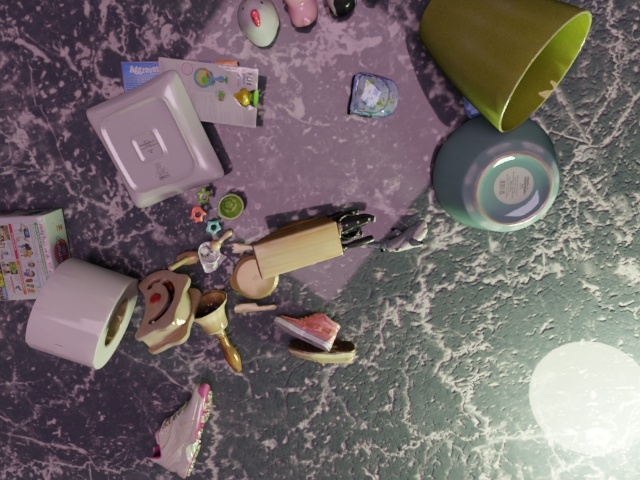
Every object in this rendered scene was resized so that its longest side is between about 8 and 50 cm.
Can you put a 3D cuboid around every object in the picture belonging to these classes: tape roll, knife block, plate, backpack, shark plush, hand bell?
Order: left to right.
[{"bbox_3d":[-0.594,0.183,1.224,0.169,0.246,0.246,21,103,-5],"label":"tape roll"},{"bbox_3d":[-0.414,-0.234,1.183,0.277,0.045,0.278,-17,109,17],"label":"plate"},{"bbox_3d":[-0.271,0.270,1.337,0.126,0.126,0.242,-19,116,4],"label":"hand bell"},{"bbox_3d":[0.000,0.000,1.193,0.242,0.276,0.088,-6,106,31],"label":"knife block"},{"bbox_3d":[0.132,-0.352,1.179,0.114,0.084,0.105,8,106,-6],"label":"backpack"},{"bbox_3d":[0.211,-0.005,1.301,0.161,0.073,0.067,-16,85,24],"label":"shark plush"}]

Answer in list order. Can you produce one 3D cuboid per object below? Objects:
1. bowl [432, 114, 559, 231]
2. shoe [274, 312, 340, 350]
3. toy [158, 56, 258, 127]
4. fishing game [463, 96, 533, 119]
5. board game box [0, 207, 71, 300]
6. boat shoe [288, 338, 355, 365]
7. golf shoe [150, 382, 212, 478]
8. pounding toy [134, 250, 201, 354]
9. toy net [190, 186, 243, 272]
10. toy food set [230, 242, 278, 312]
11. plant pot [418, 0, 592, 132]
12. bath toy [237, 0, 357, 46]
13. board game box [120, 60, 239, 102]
[{"bbox_3d":[0.444,-0.144,1.175,0.311,0.163,0.311,1,113,3],"label":"bowl"},{"bbox_3d":[-0.036,0.234,1.343,0.178,0.063,0.081,23,65,14],"label":"shoe"},{"bbox_3d":[-0.262,-0.356,1.154,0.237,0.056,0.137,10,115,7],"label":"toy"},{"bbox_3d":[0.449,-0.361,1.206,0.189,0.041,0.264,20,109,2],"label":"fishing game"},{"bbox_3d":[-0.829,0.038,1.260,0.303,0.097,0.224,-2,105,1],"label":"board game box"},{"bbox_3d":[0.002,0.325,1.364,0.190,0.068,0.072,6,119,-1],"label":"boat shoe"},{"bbox_3d":[-0.404,0.542,1.389,0.140,0.115,0.306,18,102,-2],"label":"golf shoe"},{"bbox_3d":[-0.410,0.134,1.229,0.154,0.269,0.155,-8,136,16],"label":"pounding toy"},{"bbox_3d":[-0.282,-0.018,1.257,0.122,0.045,0.232,7,105,-30],"label":"toy net"},{"bbox_3d":[-0.181,0.098,1.319,0.132,0.038,0.192,-1,99,-8],"label":"toy food set"},{"bbox_3d":[0.373,-0.436,1.065,0.293,0.275,0.275,44,102,23],"label":"plant pot"},{"bbox_3d":[-0.032,-0.566,1.100,0.348,0.129,0.151,-21,104,5],"label":"bath toy"},{"bbox_3d":[-0.344,-0.369,1.197,0.281,0.027,0.145,0,106,-1],"label":"board game box"}]
